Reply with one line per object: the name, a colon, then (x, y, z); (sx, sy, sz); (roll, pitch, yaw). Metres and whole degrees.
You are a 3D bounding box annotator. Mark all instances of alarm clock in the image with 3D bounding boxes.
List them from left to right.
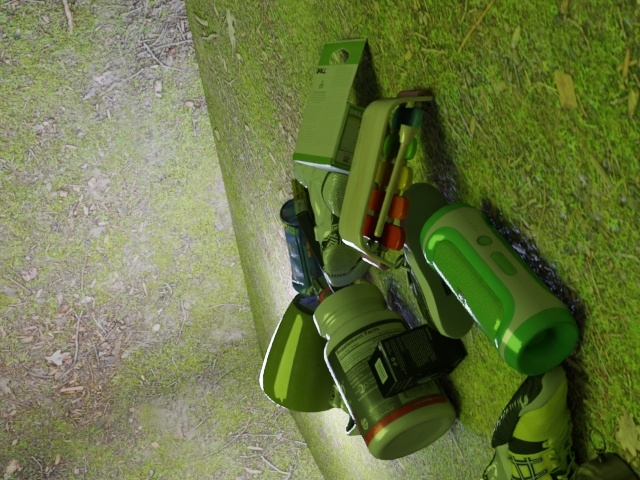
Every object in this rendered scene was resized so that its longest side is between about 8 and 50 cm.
alarm clock: (0.427, 0.369, 1.389); (0.129, 0.064, 0.192); (-168, 62, -74)

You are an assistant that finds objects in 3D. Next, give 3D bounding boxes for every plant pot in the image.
plant pot: (-0.030, 0.303, 2.734); (0.275, 0.275, 0.293); (-127, 36, -51)

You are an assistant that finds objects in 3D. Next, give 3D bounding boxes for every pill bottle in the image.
pill bottle: (0.134, 0.288, 2.100); (0.210, 0.210, 0.363); (91, 156, -56)

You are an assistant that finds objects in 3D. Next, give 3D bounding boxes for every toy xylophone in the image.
toy xylophone: (0.114, -0.104, 1.595); (0.236, 0.081, 0.322); (-131, 54, -68)

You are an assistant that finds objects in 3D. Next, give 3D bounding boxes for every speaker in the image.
speaker: (0.269, 0.068, 1.444); (0.296, 0.131, 0.131); (-123, 19, -45)

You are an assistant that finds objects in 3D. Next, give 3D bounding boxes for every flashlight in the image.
flashlight: (0.084, 0.216, 2.459); (0.304, 0.103, 0.103); (57, 158, 29)

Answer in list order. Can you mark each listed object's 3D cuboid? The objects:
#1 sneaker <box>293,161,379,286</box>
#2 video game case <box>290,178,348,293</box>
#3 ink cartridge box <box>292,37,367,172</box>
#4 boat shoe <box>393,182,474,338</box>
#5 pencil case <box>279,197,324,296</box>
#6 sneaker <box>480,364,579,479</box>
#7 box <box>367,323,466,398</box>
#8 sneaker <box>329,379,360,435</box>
sneaker: (0.036, -0.077, 2.147); (0.210, 0.137, 0.366); (-122, 23, -43)
video game case: (0.000, 0.000, 2.354); (0.248, 0.035, 0.275); (-101, -14, -66)
ink cartridge box: (0.051, -0.266, 1.878); (0.189, 0.097, 0.255); (18, 93, 63)
boat shoe: (0.196, 0.034, 1.711); (0.105, 0.113, 0.306); (15, 135, 56)
pencil case: (-0.037, 0.027, 2.592); (0.133, 0.119, 0.306); (-88, -8, -49)
sneaker: (0.362, 0.334, 1.513); (0.147, 0.145, 0.384); (27, 142, 25)
box: (0.194, 0.240, 1.903); (0.156, 0.158, 0.093); (104, 145, -67)
sneaker: (0.088, 0.398, 2.587); (0.122, 0.146, 0.330); (-149, 43, -72)
